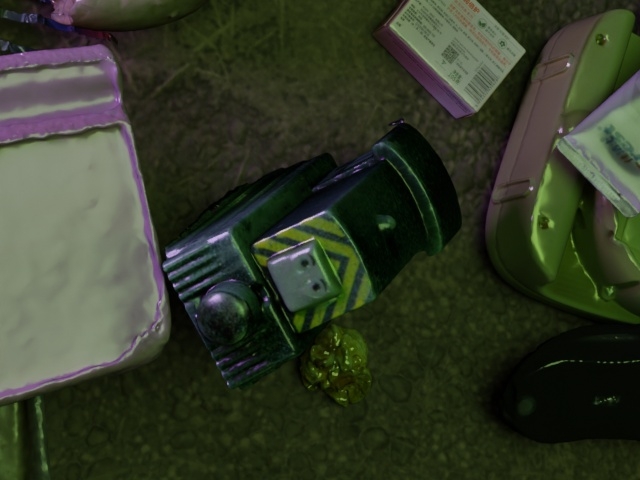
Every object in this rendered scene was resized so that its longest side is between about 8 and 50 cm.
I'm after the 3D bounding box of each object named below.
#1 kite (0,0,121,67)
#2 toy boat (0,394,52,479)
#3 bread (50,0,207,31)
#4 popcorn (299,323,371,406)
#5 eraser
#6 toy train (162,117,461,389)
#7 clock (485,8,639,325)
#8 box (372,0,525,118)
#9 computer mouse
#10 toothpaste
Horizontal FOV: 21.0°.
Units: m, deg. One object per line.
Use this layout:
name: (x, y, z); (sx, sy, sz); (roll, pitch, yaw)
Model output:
kite: (-0.287, -0.198, 1.492); (0.245, 0.015, 0.141); (12, 51, -26)
toy boat: (-0.312, 0.199, 1.428); (0.276, 0.111, 0.293); (-22, 81, -24)
bread: (-0.143, -0.332, 1.509); (0.192, 0.171, 0.314); (0, 85, -25)
popcorn: (0.018, 0.115, 1.590); (0.068, 0.059, 0.083); (-28, 104, -23)
eraser: (-0.313, 0.007, 1.344); (0.359, 0.122, 0.272); (-12, 91, -21)
toy train: (0.000, 0.000, 1.462); (0.138, 0.178, 0.330); (62, 22, -7)
clock: (0.350, -0.044, 1.714); (0.348, 0.117, 0.286); (23, 77, -19)
box: (0.124, -0.191, 1.675); (0.125, 0.043, 0.089); (45, 70, -12)
computer mouse: (0.269, 0.138, 1.672); (0.217, 0.073, 0.122); (1, 121, -15)
toothpaste: (0.355, -0.161, 1.637); (0.100, 0.066, 0.323); (45, 72, -3)
